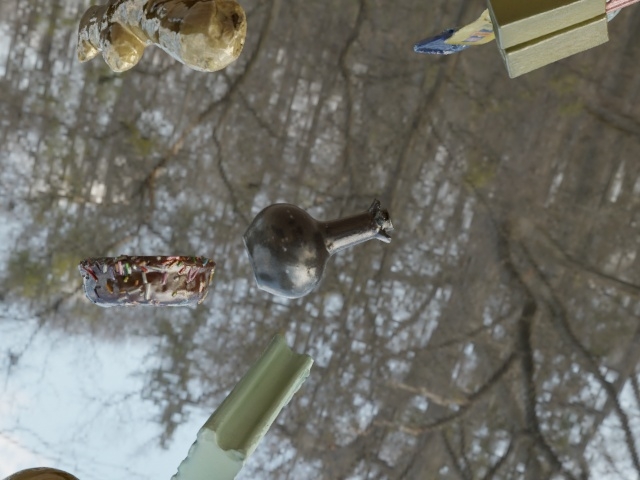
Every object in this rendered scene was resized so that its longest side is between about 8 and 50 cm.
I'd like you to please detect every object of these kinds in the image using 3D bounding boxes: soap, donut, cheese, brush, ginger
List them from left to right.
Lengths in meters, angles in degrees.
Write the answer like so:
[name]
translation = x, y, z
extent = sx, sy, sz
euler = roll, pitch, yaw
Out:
[donut]
translation = -0.296, 0.069, 1.809
extent = 0.235, 0.089, 0.235
euler = 0, 177, 0
[ginger]
translation = -0.168, -0.225, 1.058
extent = 0.081, 0.147, 0.334
euler = 13, 174, -38
[soap]
translation = -0.088, 0.207, 1.230
extent = 0.063, 0.114, 0.198
euler = 35, -142, 3
[cheese]
translation = 0.228, -0.250, 1.157
extent = 0.270, 0.069, 0.177
euler = -14, 177, 40
[brush]
translation = 0.272, -0.227, 0.976
extent = 0.233, 0.047, 0.103
euler = -19, 158, 8

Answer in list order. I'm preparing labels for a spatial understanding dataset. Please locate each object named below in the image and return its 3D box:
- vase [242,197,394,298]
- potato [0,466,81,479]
[vase]
translation = 0.000, 0.000, 1.317
extent = 0.183, 0.120, 0.120
euler = -17, -158, -3
[potato]
translation = -0.346, 0.367, 1.338
extent = 0.178, 0.158, 0.203
euler = 34, -135, -17
